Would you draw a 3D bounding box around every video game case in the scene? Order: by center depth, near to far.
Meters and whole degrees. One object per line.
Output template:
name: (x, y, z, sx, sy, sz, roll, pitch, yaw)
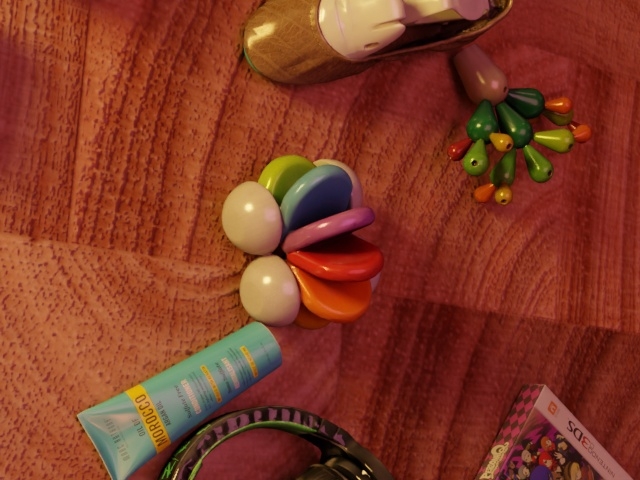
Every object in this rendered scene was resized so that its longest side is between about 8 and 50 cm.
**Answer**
video game case: (0.264, 0.323, 1.623, 0.210, 0.042, 0.232, 46, 61, -24)

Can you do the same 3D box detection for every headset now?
headset: (0.023, 0.321, 1.347, 0.394, 0.185, 0.243, 34, 66, -18)

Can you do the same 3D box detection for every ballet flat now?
ballet flat: (0.080, -0.242, 1.480, 0.342, 0.124, 0.116, -13, 93, -37)

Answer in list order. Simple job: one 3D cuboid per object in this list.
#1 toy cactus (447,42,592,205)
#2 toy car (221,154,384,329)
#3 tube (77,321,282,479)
toy cactus: (0.213, -0.143, 1.607, 0.219, 0.112, 0.180, -29, 85, -33)
toy car: (0.000, 0.000, 1.388, 0.159, 0.136, 0.182, -17, 96, -37)
tube: (-0.132, 0.150, 1.334, 0.207, 0.052, 0.080, -31, 98, -27)
